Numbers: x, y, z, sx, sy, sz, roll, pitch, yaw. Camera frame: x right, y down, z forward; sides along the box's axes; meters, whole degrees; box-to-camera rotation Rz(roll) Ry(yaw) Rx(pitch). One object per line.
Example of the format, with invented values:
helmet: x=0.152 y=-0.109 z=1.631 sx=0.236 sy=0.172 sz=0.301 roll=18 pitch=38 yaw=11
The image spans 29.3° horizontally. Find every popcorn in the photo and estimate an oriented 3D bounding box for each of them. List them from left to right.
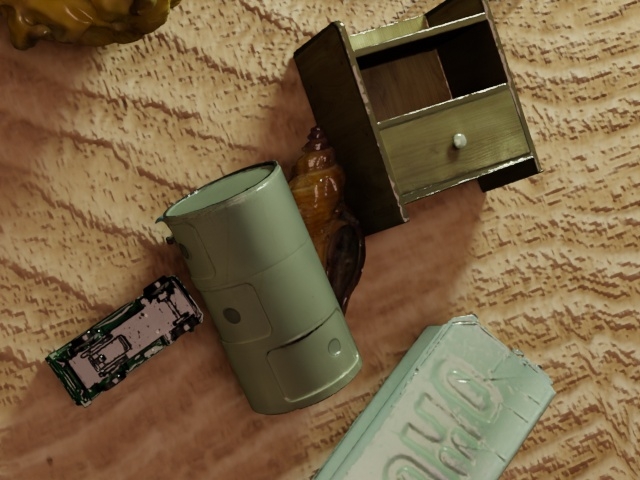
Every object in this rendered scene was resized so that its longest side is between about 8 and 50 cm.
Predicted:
popcorn: x=-0.240 y=-0.284 z=1.167 sx=0.250 sy=0.250 sz=0.190 roll=39 pitch=48 yaw=-11

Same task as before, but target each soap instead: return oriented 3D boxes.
soap: x=0.118 y=0.213 z=1.290 sx=0.150 sy=0.094 sz=0.261 roll=41 pitch=74 yaw=-10

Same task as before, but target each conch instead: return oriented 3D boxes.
conch: x=0.002 y=-0.004 z=1.290 sx=0.086 sy=0.080 sz=0.233 roll=-16 pitch=113 yaw=-2

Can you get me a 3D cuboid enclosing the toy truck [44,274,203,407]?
toy truck: x=-0.191 y=0.098 z=1.209 sx=0.147 sy=0.079 sz=0.065 roll=-35 pitch=94 yaw=-18

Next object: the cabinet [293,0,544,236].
cabinet: x=0.103 y=-0.135 z=1.296 sx=0.174 sy=0.148 sz=0.215 roll=-19 pitch=91 yaw=-19

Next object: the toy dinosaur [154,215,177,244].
toy dinosaur: x=-0.130 y=-0.003 z=1.264 sx=0.083 sy=0.030 sz=0.047 roll=44 pitch=71 yaw=-14

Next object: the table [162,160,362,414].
table: x=-0.056 y=0.046 z=1.213 sx=0.126 sy=0.126 sz=0.220 roll=-29 pitch=106 yaw=-19
